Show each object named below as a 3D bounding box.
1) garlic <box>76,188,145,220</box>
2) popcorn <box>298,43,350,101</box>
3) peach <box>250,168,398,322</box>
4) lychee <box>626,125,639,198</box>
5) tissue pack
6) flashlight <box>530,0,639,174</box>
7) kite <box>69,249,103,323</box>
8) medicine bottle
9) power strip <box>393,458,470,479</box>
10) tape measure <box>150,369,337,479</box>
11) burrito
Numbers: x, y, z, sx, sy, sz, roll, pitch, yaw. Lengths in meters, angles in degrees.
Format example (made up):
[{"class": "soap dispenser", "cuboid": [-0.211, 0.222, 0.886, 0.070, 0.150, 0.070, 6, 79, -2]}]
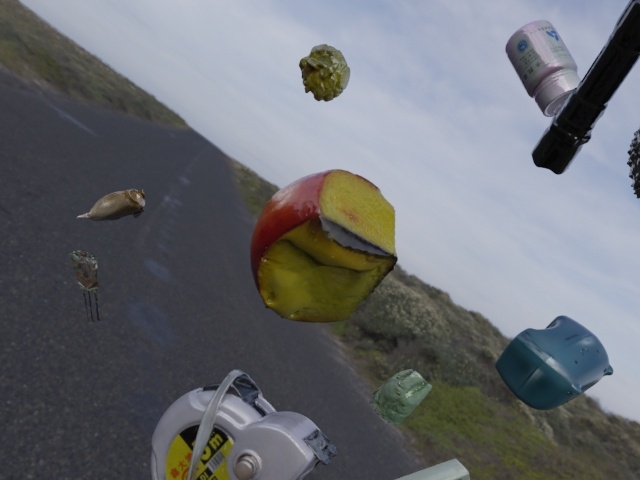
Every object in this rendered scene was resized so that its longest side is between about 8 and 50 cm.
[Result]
[{"class": "garlic", "cuboid": [-0.476, -0.084, 1.261, 0.084, 0.152, 0.066, 65, 6, -70]}, {"class": "popcorn", "cuboid": [0.009, -0.366, 1.177, 0.116, 0.120, 0.106, 25, -8, -6]}, {"class": "peach", "cuboid": [0.000, 0.000, 1.173, 0.306, 0.242, 0.380, 5, -33, -16]}, {"class": "lychee", "cuboid": [0.775, -0.171, 1.116, 0.300, 0.300, 0.300, 36, 1, -1]}, {"class": "tissue pack", "cuboid": [0.646, 0.343, 1.491, 0.287, 0.198, 0.206, -7, 44, -37]}, {"class": "flashlight", "cuboid": [0.587, -0.319, 1.159, 0.103, 0.103, 0.424, 36, -37, 17]}, {"class": "kite", "cuboid": [-0.656, 0.137, 1.544, 0.127, 0.229, 0.016, 4, 18, 35]}, {"class": "medicine bottle", "cuboid": [0.651, -0.496, 1.574, 0.152, 0.152, 0.254, 34, 35, -61]}, {"class": "power strip", "cuboid": [0.066, 0.432, 0.813, 0.043, 0.367, 0.106, -148, -131, -68]}, {"class": "tape measure", "cuboid": [-0.127, 0.286, 0.716, 0.197, 0.236, 0.120, 45, 10, 17]}, {"class": "burrito", "cuboid": [0.141, 0.270, 0.961, 0.044, 0.118, 0.074, -6, 49, -49]}]
